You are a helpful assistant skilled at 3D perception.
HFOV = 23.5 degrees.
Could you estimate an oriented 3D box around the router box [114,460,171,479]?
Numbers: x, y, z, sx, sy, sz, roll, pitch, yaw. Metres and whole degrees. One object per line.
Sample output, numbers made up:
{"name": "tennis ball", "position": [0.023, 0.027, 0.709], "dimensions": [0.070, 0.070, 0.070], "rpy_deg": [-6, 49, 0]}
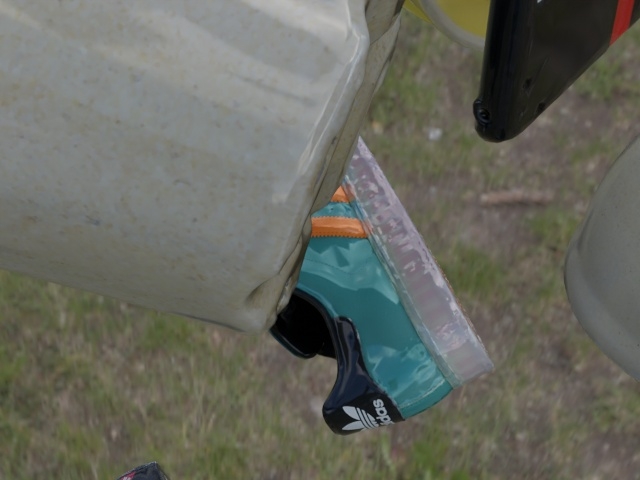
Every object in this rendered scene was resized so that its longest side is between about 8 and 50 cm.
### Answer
{"name": "router box", "position": [-0.106, 0.235, 1.129], "dimensions": [0.038, 0.092, 0.122], "rpy_deg": [-25, 56, 0]}

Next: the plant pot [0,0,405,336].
{"name": "plant pot", "position": [-0.125, -0.109, 0.758], "dimensions": [0.306, 0.334, 0.333], "rpy_deg": [22, 60, 3]}

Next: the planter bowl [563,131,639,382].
{"name": "planter bowl", "position": [0.195, -0.011, 0.658], "dimensions": [0.162, 0.109, 0.162], "rpy_deg": [6, 39, -5]}

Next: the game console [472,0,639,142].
{"name": "game console", "position": [0.222, -0.292, 1.088], "dimensions": [0.060, 0.386, 0.342], "rpy_deg": [33, 57, 24]}

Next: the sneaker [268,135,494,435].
{"name": "sneaker", "position": [0.000, 0.000, 1.037], "dimensions": [0.121, 0.108, 0.302], "rpy_deg": [-31, 47, 3]}

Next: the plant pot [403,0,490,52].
{"name": "plant pot", "position": [0.154, -0.287, 1.385], "dimensions": [0.254, 0.254, 0.239], "rpy_deg": [3, 30, -2]}
